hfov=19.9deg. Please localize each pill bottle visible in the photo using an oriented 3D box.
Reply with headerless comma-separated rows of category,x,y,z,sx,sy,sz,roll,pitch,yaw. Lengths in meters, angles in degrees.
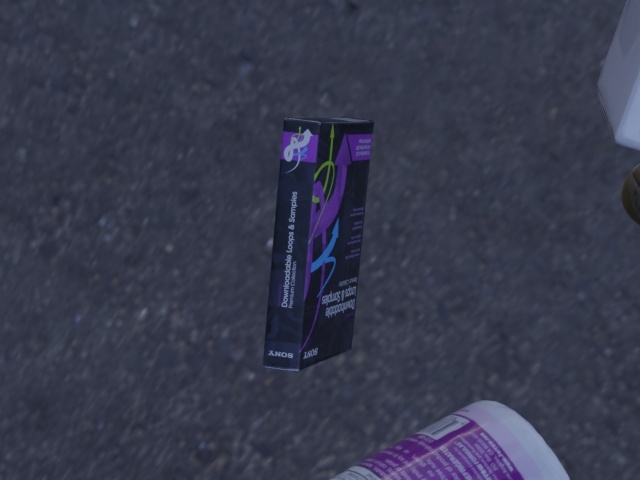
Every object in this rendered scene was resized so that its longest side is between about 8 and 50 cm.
pill bottle,0.047,0.261,1.429,0.301,0.169,0.169,-26,75,-19

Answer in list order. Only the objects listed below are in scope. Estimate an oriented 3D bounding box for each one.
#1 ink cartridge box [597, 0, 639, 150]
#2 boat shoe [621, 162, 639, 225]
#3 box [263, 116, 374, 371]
ink cartridge box,0.342,-0.132,1.140,0.283,0.207,0.117,15,22,-4
boat shoe,0.221,-0.001,0.962,0.135,0.050,0.045,39,22,-1
box,0.000,0.000,1.203,0.029,0.116,0.162,9,97,18
